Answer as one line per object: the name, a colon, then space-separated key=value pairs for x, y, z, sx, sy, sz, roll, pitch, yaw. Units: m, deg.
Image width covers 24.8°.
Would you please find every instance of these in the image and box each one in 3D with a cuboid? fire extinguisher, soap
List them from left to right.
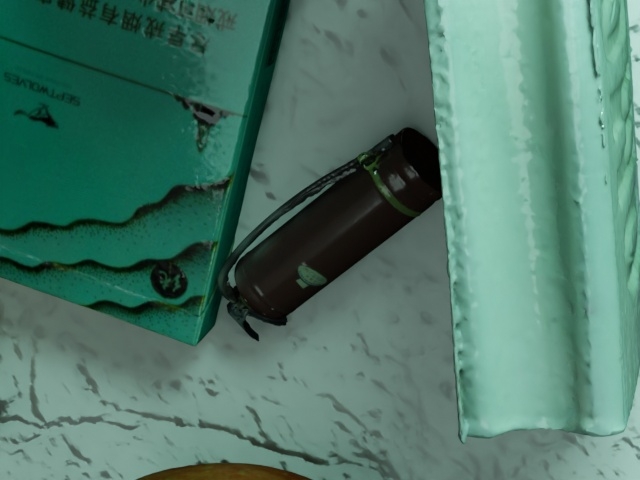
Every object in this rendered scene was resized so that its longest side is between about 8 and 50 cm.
fire extinguisher: x=0.000 y=0.000 z=0.798 sx=0.158 sy=0.043 sz=0.064 roll=-38 pitch=129 yaw=24
soap: x=0.106 y=-0.051 z=0.692 sx=0.094 sy=0.150 sz=0.261 roll=-2 pitch=108 yaw=12

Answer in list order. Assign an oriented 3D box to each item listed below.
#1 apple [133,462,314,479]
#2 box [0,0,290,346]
apple: x=-0.051 y=0.216 z=0.819 sx=0.168 sy=0.181 sz=0.181 roll=-5 pitch=107 yaw=23
box: x=-0.114 y=-0.069 z=0.811 sx=0.161 sy=0.042 sz=0.226 roll=19 pitch=113 yaw=11
